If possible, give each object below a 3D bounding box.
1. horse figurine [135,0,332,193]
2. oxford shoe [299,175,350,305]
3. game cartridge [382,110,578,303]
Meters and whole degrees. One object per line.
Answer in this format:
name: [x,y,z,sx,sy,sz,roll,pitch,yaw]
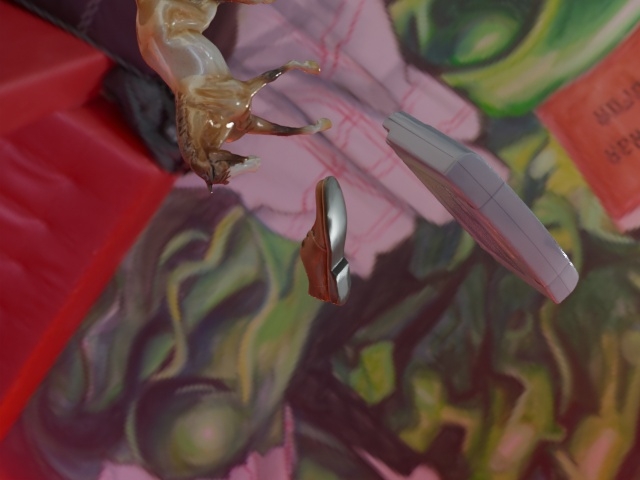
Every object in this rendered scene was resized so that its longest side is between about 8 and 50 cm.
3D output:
horse figurine: [-0.098,-0.171,1.002,0.174,0.263,0.066,-22,168,-33]
oxford shoe: [0.000,0.000,1.721,0.076,0.076,0.212,-33,126,-58]
game cartridge: [0.212,-0.038,1.389,0.060,0.294,0.196,-45,-143,2]
